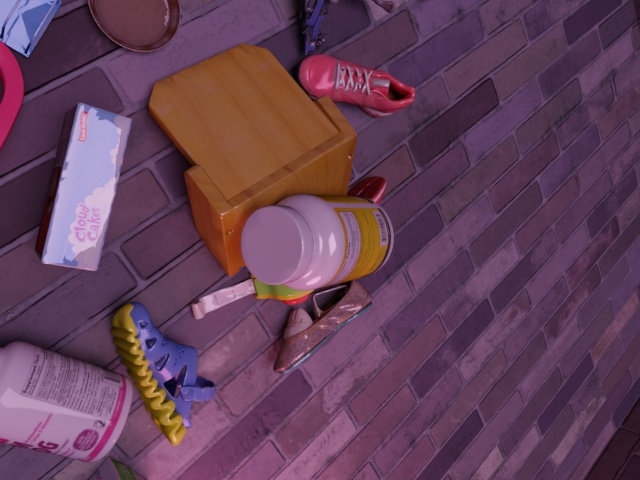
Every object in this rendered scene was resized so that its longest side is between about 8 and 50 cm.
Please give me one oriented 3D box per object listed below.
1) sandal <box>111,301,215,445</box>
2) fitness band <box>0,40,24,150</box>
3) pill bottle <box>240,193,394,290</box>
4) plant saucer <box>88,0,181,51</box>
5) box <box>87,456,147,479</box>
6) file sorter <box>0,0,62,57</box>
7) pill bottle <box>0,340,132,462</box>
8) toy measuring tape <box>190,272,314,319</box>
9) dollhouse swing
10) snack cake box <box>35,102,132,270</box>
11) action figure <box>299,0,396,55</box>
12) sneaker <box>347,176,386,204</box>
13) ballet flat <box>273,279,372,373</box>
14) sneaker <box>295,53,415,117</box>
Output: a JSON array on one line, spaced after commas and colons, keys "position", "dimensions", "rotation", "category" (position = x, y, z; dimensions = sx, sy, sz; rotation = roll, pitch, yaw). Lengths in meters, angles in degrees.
[{"position": [-0.310, 0.251, 1.036], "dimensions": [0.138, 0.126, 0.317], "rotation": [-32, 121, -30], "category": "sandal"}, {"position": [-0.594, -0.210, 0.792], "dimensions": [0.209, 0.054, 0.290], "rotation": [27, 69, -33], "category": "fitness band"}, {"position": [0.000, 0.000, 1.045], "dimensions": [0.334, 0.188, 0.187], "rotation": [-5, 100, -57], "category": "pill bottle"}, {"position": [-0.348, -0.440, 0.965], "dimensions": [0.169, 0.029, 0.168], "rotation": [-5, 99, -32], "category": "plant saucer"}, {"position": [-0.392, 0.573, 0.930], "dimensions": [0.231, 0.262, 0.126], "rotation": [-50, 120, -17], "category": "box"}, {"position": [-0.516, -0.399, 0.812], "dimensions": [0.170, 0.104, 0.118], "rotation": [31, 78, -32], "category": "file sorter"}, {"position": [-0.491, 0.270, 0.884], "dimensions": [0.283, 0.160, 0.160], "rotation": [32, 78, -32], "category": "pill bottle"}, {"position": [-0.116, 0.105, 1.142], "dimensions": [0.330, 0.121, 0.121], "rotation": [-20, 107, -30], "category": "toy measuring tape"}, {"position": [-0.156, -0.179, 1.111], "dimensions": [0.347, 0.305, 0.315], "rotation": [-36, 156, -25], "category": "dollhouse swing"}, {"position": [-0.415, -0.092, 0.891], "dimensions": [0.089, 0.152, 0.264], "rotation": [13, 89, -35], "category": "snack cake box"}, {"position": [0.018, -0.599, 1.148], "dimensions": [0.330, 0.178, 0.341], "rotation": [-1, 124, -27], "category": "action figure"}, {"position": [0.107, -0.050, 1.307], "dimensions": [0.221, 0.087, 0.128], "rotation": [-50, 135, -16], "category": "sneaker"}, {"position": [-0.011, 0.192, 1.247], "dimensions": [0.316, 0.107, 0.106], "rotation": [-34, 94, -31], "category": "ballet flat"}, {"position": [0.093, -0.373, 1.205], "dimensions": [0.314, 0.136, 0.115], "rotation": [4, 93, -34], "category": "sneaker"}]
